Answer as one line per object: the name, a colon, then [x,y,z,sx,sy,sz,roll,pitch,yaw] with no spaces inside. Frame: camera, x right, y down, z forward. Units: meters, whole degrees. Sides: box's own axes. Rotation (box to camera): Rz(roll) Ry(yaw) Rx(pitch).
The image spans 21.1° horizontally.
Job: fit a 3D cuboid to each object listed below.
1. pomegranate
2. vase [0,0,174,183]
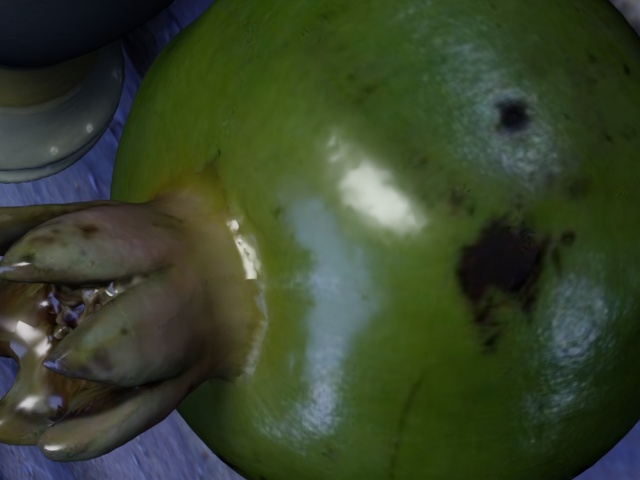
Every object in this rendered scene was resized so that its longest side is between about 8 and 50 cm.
pomegranate: [0.001,0.002,0.499,0.187,0.225,0.187,20,117,47]
vase: [-0.112,-0.129,0.684,0.173,0.173,0.321,60,160,9]
